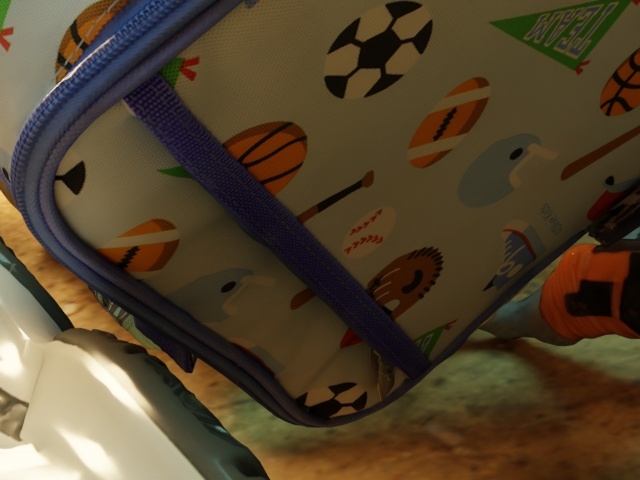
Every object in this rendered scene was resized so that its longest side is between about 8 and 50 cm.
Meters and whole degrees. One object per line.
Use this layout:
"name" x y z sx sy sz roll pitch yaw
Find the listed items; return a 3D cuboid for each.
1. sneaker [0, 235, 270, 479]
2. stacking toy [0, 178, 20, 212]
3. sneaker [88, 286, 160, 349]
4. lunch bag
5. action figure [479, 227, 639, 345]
"sneaker" -0.151 0.137 0.533 0.257 0.169 0.447 -36 37 -16
"stacking toy" -0.006 -0.234 0.939 0.480 0.350 0.350 -24 25 -5
"sneaker" 0.000 0.000 0.845 0.283 0.110 0.122 -8 54 -35
"lunch bag" 0.016 -0.052 0.584 0.243 0.303 0.115 -41 60 1
"action figure" 0.247 -0.028 0.719 0.330 0.178 0.341 24 63 43
